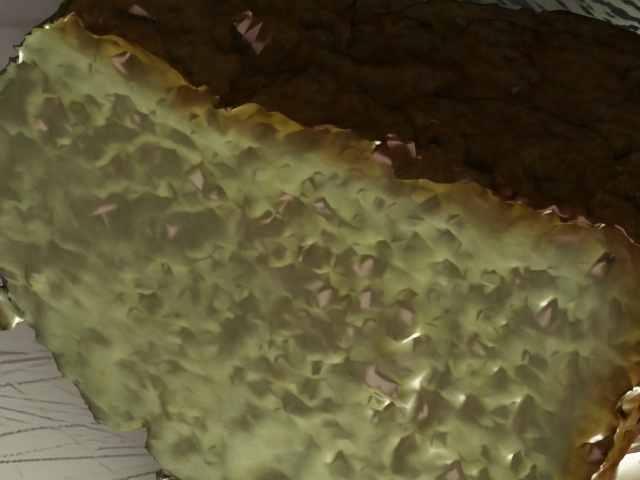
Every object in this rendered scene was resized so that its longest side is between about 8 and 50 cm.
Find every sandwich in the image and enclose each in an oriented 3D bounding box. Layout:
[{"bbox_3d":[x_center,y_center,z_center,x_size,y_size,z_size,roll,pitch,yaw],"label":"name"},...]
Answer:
[{"bbox_3d":[0.000,0.000,0.760,0.325,0.131,0.262,22,138,12],"label":"sandwich"}]
